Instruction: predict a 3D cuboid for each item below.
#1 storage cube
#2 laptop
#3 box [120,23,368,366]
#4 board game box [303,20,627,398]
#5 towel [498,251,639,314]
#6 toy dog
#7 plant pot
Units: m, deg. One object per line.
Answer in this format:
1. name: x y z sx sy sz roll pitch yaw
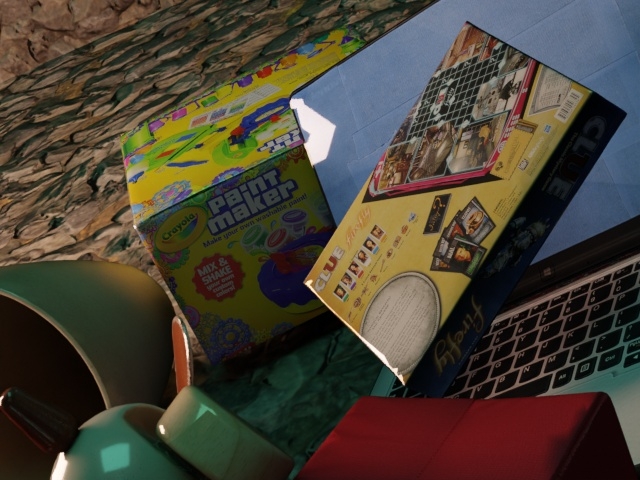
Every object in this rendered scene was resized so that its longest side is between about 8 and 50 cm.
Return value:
1. storage cube: 0.083 0.216 0.807 0.183 0.215 0.193 -7 25 37
2. laptop: 0.108 -0.003 1.047 0.382 0.236 0.408 -29 21 38
3. box: -0.037 -0.059 1.431 0.290 0.177 0.279 -26 24 0
4. board game box: 0.099 -0.027 1.021 0.243 0.042 0.165 -58 38 9
5. towel: 0.237 0.043 1.203 0.198 0.031 0.275 -1 35 43
6. toy dog: -0.136 0.148 0.910 0.220 0.161 0.333 -50 3 -25
7. plant pot: -0.247 0.122 1.304 0.256 0.257 0.274 -15 10 22
